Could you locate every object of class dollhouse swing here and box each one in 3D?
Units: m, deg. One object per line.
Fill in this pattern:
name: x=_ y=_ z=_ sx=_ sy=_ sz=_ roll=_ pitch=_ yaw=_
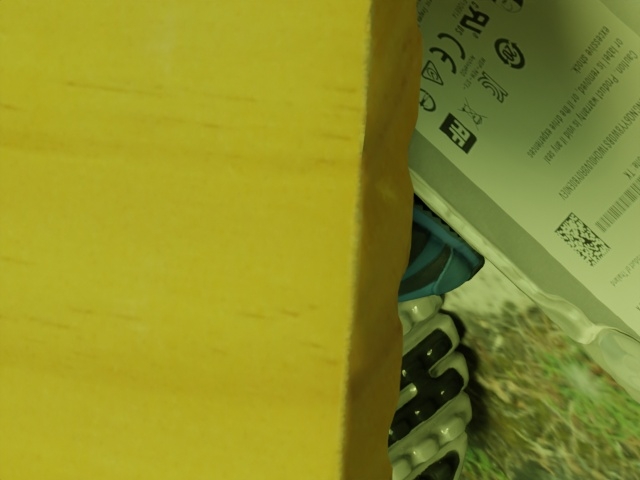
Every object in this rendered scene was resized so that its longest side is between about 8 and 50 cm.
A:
dollhouse swing: x=-0.080 y=-0.034 z=0.672 sx=0.304 sy=0.347 sz=0.315 roll=4 pitch=180 yaw=18

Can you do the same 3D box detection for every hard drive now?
hard drive: x=0.120 y=-0.034 z=0.635 sx=0.339 sy=0.064 sz=0.237 roll=43 pitch=156 yaw=5

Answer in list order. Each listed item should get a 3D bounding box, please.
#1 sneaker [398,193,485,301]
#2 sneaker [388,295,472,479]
sneaker: x=0.000 y=0.000 z=0.768 sx=0.069 sy=0.082 sz=0.209 roll=44 pitch=-171 yaw=22
sneaker: x=-0.019 y=0.022 z=0.913 sx=0.118 sy=0.110 sz=0.292 roll=21 pitch=138 yaw=57
